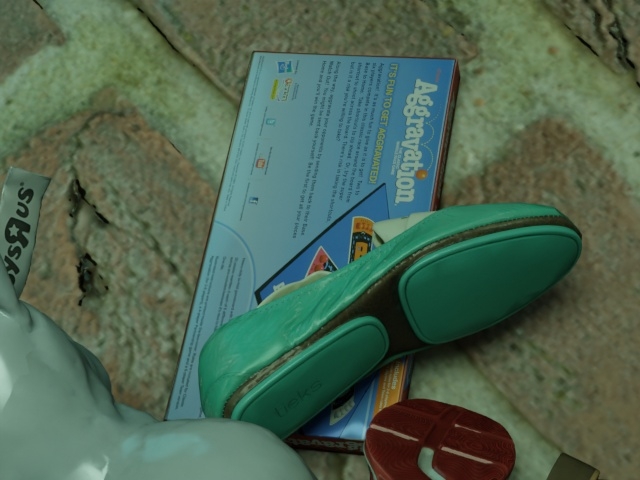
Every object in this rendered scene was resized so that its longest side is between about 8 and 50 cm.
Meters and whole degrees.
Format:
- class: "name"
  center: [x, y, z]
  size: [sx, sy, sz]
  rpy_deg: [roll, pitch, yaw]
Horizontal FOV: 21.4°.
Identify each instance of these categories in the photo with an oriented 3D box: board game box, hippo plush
- class: "board game box"
  center: [0.000, 0.000, 1.084]
  size: [0.145, 0.027, 0.281]
  rpy_deg: [3, 60, 15]
- class: "hippo plush"
  center: [-0.102, 0.136, 0.903]
  size: [0.237, 0.234, 0.294]
  rpy_deg: [21, 98, 13]

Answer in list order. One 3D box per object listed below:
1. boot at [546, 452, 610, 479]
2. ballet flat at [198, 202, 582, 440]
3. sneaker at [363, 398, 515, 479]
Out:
- class: "boot"
  center: [0.117, 0.260, 0.863]
  size: [0.115, 0.112, 0.305]
  rpy_deg: [24, 64, 12]
- class: "ballet flat"
  center: [0.032, 0.031, 0.999]
  size: [0.247, 0.083, 0.087]
  rpy_deg: [-29, 44, -9]
- class: "sneaker"
  center: [0.047, 0.179, 0.922]
  size: [0.087, 0.128, 0.221]
  rpy_deg: [18, 21, 9]
